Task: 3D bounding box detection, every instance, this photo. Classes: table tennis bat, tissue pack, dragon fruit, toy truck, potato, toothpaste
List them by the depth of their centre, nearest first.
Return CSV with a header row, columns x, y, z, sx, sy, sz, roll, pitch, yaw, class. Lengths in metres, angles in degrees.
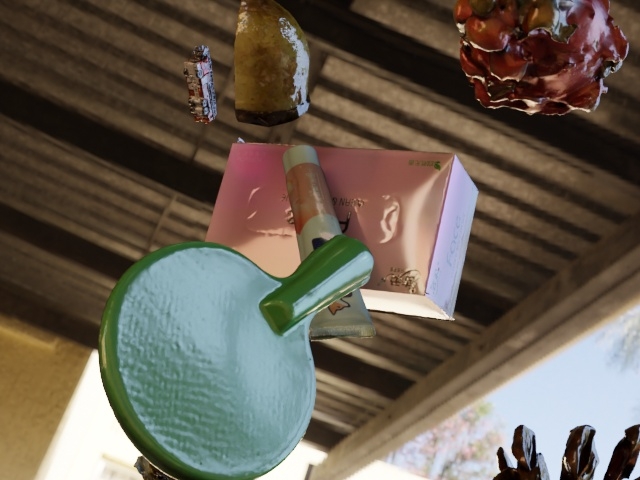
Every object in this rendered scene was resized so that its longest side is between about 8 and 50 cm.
x,y,z,sx,sy,sz,roll,pitch,yaw,class
-0.044,0.060,0.672,0.039,0.257,0.160,-27,-85,43,table tennis bat
0.179,-0.177,0.847,0.133,0.150,0.208,41,19,29,dragon fruit
0.000,0.000,0.873,0.056,0.205,0.036,-3,-39,-14,toothpaste
-0.042,-0.171,0.902,0.066,0.096,0.103,6,-45,6,potato
0.017,-0.014,0.981,0.246,0.148,0.092,5,-19,26,tissue pack
-0.128,-0.168,1.072,0.024,0.032,0.083,15,-51,29,toy truck

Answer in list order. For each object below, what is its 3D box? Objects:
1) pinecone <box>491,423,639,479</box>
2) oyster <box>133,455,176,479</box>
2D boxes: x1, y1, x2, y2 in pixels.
x,y,z,sx,sy,sz,roll,pitch,yaw,class
0.268,0.276,0.891,0.309,0.244,0.244,-9,-37,21,pinecone
-0.137,0.261,1.096,0.125,0.064,0.177,33,8,25,oyster
